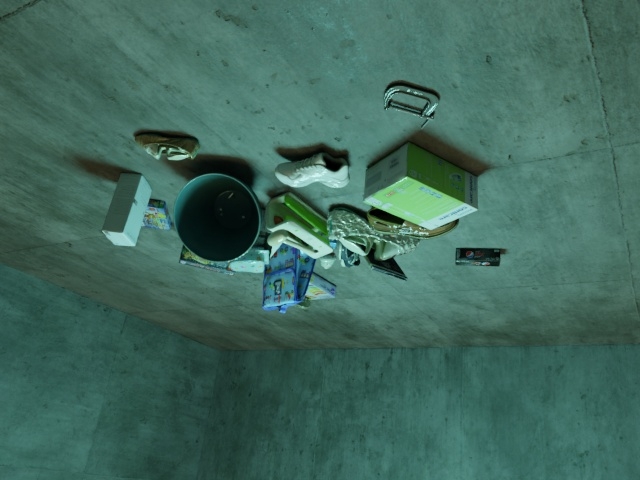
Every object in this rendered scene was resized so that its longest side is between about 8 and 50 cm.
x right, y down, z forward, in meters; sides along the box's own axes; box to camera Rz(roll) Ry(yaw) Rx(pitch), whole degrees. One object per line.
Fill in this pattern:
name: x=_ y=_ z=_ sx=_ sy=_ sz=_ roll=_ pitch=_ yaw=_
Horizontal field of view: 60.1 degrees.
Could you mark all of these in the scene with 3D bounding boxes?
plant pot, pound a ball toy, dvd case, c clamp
plant pot: x=-0.323 y=-0.091 z=1.866 sx=0.290 sy=0.291 sz=0.195 roll=5 pitch=-167 yaw=6
pound a ball toy: x=-0.091 y=-0.019 z=1.962 sx=0.135 sy=0.208 sz=0.319 roll=-21 pitch=146 yaw=28
dvd case: x=0.229 y=0.072 z=2.133 sx=0.164 sy=0.221 sz=0.018 roll=20 pitch=111 yaw=-25
c clamp: x=0.226 y=-0.338 z=1.403 sx=0.160 sy=0.022 sz=0.137 roll=15 pitch=155 yaw=-18

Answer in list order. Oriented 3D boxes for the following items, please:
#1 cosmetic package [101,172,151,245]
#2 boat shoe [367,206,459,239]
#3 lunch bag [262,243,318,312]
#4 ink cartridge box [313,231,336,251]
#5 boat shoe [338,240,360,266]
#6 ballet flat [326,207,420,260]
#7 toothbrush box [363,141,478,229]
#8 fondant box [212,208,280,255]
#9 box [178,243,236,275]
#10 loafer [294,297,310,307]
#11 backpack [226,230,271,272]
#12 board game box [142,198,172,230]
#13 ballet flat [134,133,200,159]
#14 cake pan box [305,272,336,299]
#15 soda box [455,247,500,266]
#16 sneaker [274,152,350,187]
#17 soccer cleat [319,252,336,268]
cosmetic package: x=-0.668 y=-0.107 z=1.920 sx=0.085 sy=0.231 sz=0.117 roll=5 pitch=157 yaw=5
boat shoe: x=0.307 y=-0.071 z=1.870 sx=0.307 sy=0.111 sz=0.104 roll=-4 pitch=155 yaw=23
lunch bag: x=-0.138 y=0.161 z=2.292 sx=0.138 sy=0.294 sz=0.220 roll=27 pitch=149 yaw=-37
ink cartridge box: x=0.000 y=0.000 z=2.190 sx=0.122 sy=0.052 sz=0.088 roll=7 pitch=156 yaw=-4
boat shoe: x=0.117 y=0.053 z=2.224 sx=0.079 sy=0.095 sz=0.254 roll=4 pitch=157 yaw=11
ballet flat: x=0.189 y=0.004 z=2.048 sx=0.408 sy=0.147 sz=0.147 roll=19 pitch=154 yaw=-27
toothbrush box: x=0.302 y=-0.154 z=1.671 sx=0.283 sy=0.122 sz=0.206 roll=21 pitch=153 yaw=-26
fondant box: x=-0.310 y=-0.047 z=2.122 sx=0.330 sy=0.096 sz=0.238 roll=15 pitch=154 yaw=-15
box: x=-0.450 y=0.040 z=2.279 sx=0.233 sy=0.159 sz=0.044 roll=14 pitch=155 yaw=-16
loafer: x=-0.120 y=0.300 z=2.742 sx=0.147 sy=0.056 sz=0.050 roll=20 pitch=157 yaw=-3
backpack: x=-0.277 y=0.038 z=2.018 sx=0.188 sy=0.145 sz=0.166 roll=10 pitch=160 yaw=-2
board game box: x=-0.665 y=-0.104 z=2.170 sx=0.136 sy=0.035 sz=0.201 roll=9 pitch=156 yaw=-4
ballet flat: x=-0.471 y=-0.280 z=1.679 sx=0.206 sy=0.067 sz=0.073 roll=4 pitch=156 yaw=8
cake pan box: x=-0.098 y=0.223 z=2.704 sx=0.266 sy=0.070 sz=0.245 roll=-9 pitch=150 yaw=34
soda box: x=0.613 y=0.066 z=2.159 sx=0.168 sy=0.053 sz=0.060 roll=2 pitch=156 yaw=14
sneaker: x=-0.023 y=-0.225 z=1.671 sx=0.232 sy=0.091 sz=0.115 roll=-1 pitch=150 yaw=-3
soccer cleat: x=0.029 y=0.081 z=2.248 sx=0.068 sy=0.076 sz=0.196 roll=9 pitch=-175 yaw=1
